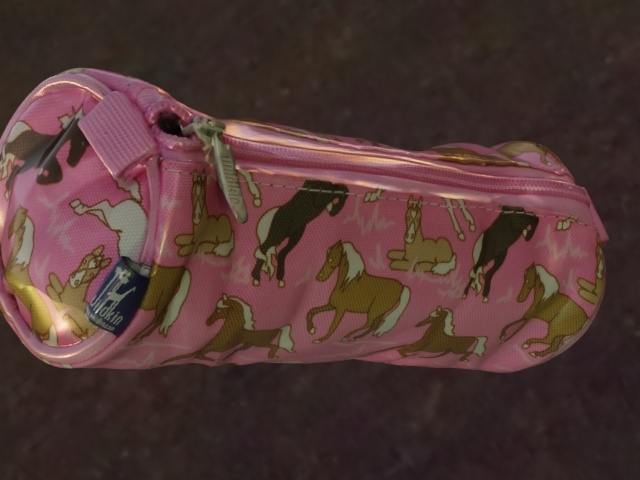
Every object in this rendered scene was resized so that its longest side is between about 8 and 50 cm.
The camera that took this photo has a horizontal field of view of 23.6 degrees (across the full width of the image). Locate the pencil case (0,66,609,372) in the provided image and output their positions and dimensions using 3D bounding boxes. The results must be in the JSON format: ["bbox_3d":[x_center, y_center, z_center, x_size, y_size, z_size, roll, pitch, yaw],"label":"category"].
[{"bbox_3d":[0.000,0.000,0.908,0.167,0.386,0.160,15,96,47],"label":"pencil case"}]
